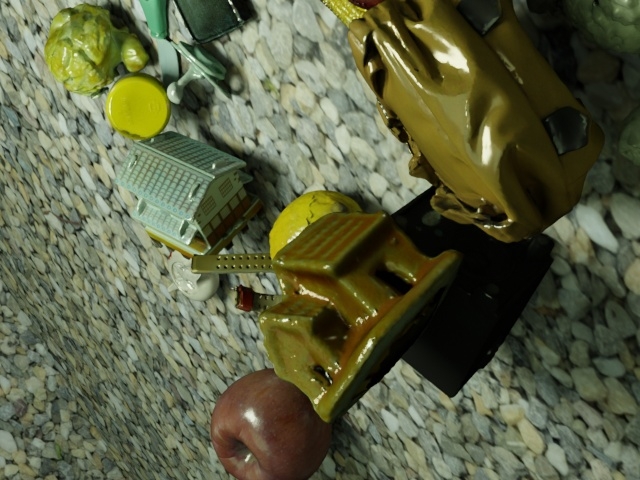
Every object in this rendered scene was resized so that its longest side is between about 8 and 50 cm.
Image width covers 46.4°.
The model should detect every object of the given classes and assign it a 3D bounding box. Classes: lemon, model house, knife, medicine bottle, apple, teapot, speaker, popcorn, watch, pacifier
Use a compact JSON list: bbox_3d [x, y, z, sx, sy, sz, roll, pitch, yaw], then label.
[{"bbox_3d":[-0.002,0.002,1.333,0.193,0.180,0.181,-36,90,22],"label":"lemon"},{"bbox_3d":[-0.251,-0.085,1.474,0.224,0.198,0.215,26,155,33],"label":"model house"},{"bbox_3d":[-0.308,-0.385,1.482,0.063,0.034,0.260,19,137,27],"label":"knife"},{"bbox_3d":[0.026,0.079,1.053,0.239,0.268,0.173,40,158,21],"label":"model house"},{"bbox_3d":[-0.363,-0.276,1.495,0.212,0.121,0.122,-126,16,-69],"label":"medicine bottle"},{"bbox_3d":[-0.107,0.434,1.722,0.305,0.235,0.306,23,132,29],"label":"apple"},{"bbox_3d":[-0.302,0.078,1.768,0.145,0.092,0.226,56,143,2],"label":"teapot"},{"bbox_3d":[0.200,0.072,1.174,0.232,0.184,0.254,38,141,20],"label":"speaker"},{"bbox_3d":[-0.456,-0.383,1.523,0.198,0.212,0.198,179,90,-82],"label":"popcorn"},{"bbox_3d":[-0.117,0.086,1.465,0.268,0.102,0.165,2,144,-7],"label":"watch"},{"bbox_3d":[-0.241,-0.305,1.393,0.150,0.116,0.127,46,-179,5],"label":"pacifier"}]

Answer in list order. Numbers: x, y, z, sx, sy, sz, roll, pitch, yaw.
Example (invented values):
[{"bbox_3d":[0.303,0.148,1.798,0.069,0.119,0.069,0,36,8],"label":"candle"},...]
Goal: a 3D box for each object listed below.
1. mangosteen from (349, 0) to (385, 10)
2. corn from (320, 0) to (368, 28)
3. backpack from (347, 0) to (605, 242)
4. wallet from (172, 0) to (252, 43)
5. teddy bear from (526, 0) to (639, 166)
[{"bbox_3d":[0.099,-0.364,0.983,0.166,0.166,0.180,-3,141,47],"label":"mangosteen"},{"bbox_3d":[0.025,-0.378,1.107,0.203,0.072,0.072,46,141,12],"label":"corn"},{"bbox_3d":[0.179,-0.165,0.896,0.353,0.201,0.378,58,-179,-4],"label":"backpack"},{"bbox_3d":[-0.239,-0.507,1.296,0.172,0.045,0.318,-5,117,50],"label":"wallet"},{"bbox_3d":[0.343,-0.230,0.697,0.362,0.375,0.327,28,126,9],"label":"teddy bear"}]
